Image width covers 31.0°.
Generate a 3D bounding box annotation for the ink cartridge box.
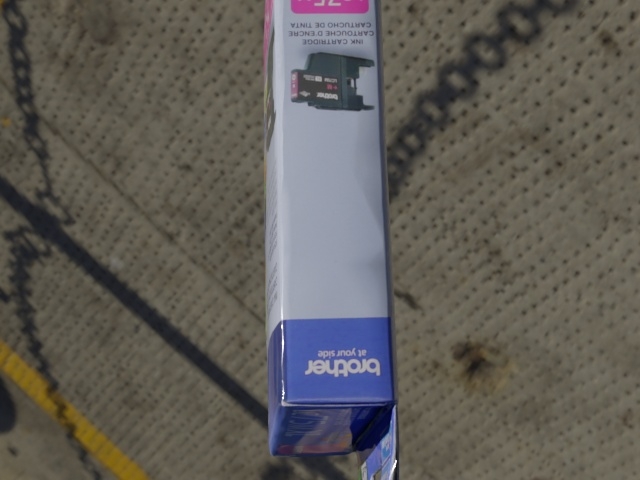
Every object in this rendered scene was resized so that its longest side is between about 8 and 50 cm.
[{"bbox_3d":[0.000,0.000,0.621,0.065,0.311,0.186,-3,163,-5],"label":"ink cartridge box"}]
